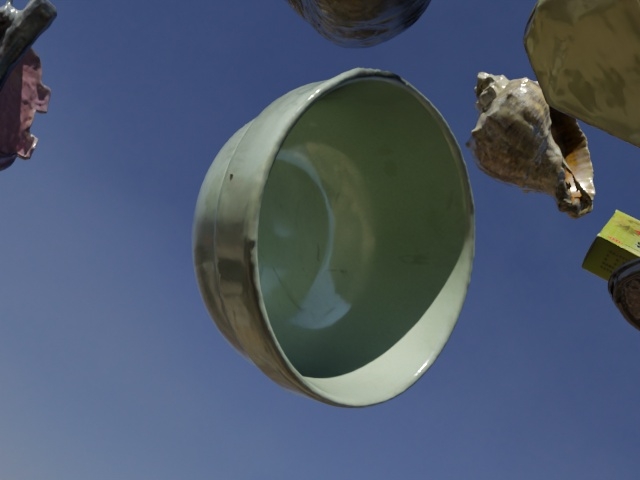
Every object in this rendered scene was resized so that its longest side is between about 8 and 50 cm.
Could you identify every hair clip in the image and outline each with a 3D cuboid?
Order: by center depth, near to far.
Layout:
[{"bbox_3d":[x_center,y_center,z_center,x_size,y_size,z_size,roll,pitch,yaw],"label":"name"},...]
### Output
[{"bbox_3d":[-0.319,-0.156,0.941,0.056,0.187,0.146,18,-9,33],"label":"hair clip"}]

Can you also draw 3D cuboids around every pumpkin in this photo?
[{"bbox_3d":[0.022,-0.347,1.200,0.325,0.242,0.232,48,-19,57],"label":"pumpkin"}]

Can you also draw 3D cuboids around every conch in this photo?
[{"bbox_3d":[0.344,-0.162,1.639,0.159,0.210,0.291,-22,-76,31],"label":"conch"}]

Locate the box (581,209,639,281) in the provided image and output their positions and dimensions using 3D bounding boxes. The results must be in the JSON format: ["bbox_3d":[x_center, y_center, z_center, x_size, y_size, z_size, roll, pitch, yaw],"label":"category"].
[{"bbox_3d":[0.534,0.054,1.436,0.260,0.175,0.062,30,-64,16],"label":"box"}]

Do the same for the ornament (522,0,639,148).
[{"bbox_3d":[0.238,-0.121,0.662,0.201,0.059,0.180,-26,-98,60],"label":"ornament"}]

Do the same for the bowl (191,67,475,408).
[{"bbox_3d":[0.000,0.000,0.918,0.163,0.307,0.307,0,-43,44],"label":"bowl"}]

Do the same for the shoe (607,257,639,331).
[{"bbox_3d":[0.226,0.014,0.473,0.159,0.053,0.062,-6,-51,27],"label":"shoe"}]
